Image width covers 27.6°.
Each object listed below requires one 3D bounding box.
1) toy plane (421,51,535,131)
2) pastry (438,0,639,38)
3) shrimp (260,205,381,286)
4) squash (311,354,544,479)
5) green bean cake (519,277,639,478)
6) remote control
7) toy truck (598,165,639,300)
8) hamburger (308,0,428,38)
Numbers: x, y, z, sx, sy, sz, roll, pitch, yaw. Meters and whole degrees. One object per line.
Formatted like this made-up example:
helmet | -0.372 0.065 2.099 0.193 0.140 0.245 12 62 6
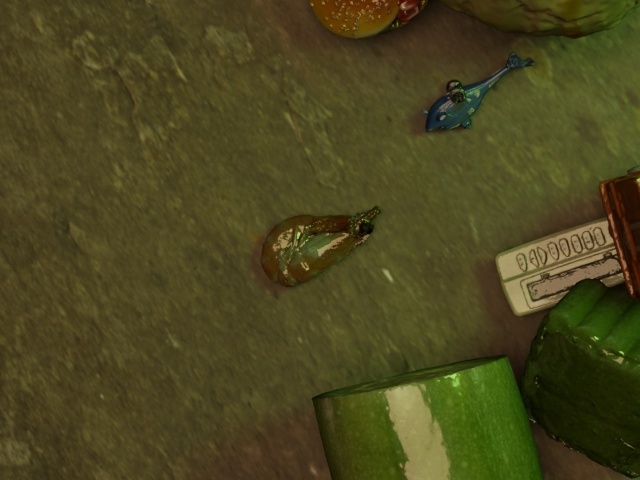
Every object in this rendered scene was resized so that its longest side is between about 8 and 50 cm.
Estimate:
toy plane | 0.206 -0.194 1.720 0.167 0.054 0.062 -38 106 12
pastry | 0.268 -0.431 1.566 0.389 0.312 0.388 0 96 4
shrimp | 0.000 0.000 1.771 0.184 0.043 0.091 -22 81 14
squash | 0.159 0.351 1.617 0.263 0.263 0.384 -15 86 14
green bean cake | 0.355 0.171 1.595 0.200 0.113 0.214 27 137 25
remote control | 0.345 0.023 1.680 0.230 0.049 0.090 -19 86 13
toy truck | 0.545 -0.049 1.525 0.388 0.207 0.173 -15 86 2
hamburger | 0.060 -0.371 1.718 0.173 0.116 0.210 -10 87 17
